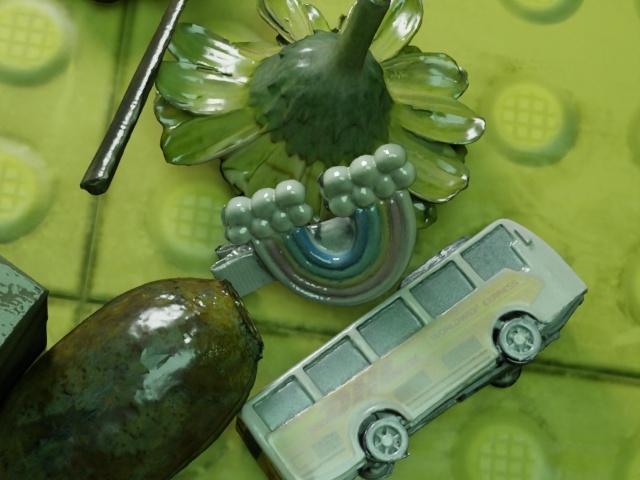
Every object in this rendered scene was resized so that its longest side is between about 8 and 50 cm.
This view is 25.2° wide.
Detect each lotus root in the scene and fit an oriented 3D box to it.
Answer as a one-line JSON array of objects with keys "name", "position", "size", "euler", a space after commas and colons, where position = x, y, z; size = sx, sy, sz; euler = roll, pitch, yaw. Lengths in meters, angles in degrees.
[{"name": "lotus root", "position": [-0.171, 0.139, 1.235], "size": [0.275, 0.152, 0.160], "euler": [-40, 72, -3]}]

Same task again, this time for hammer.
[{"name": "hammer", "position": [-0.155, -0.167, 1.315], "size": [0.027, 0.125, 0.297], "euler": [38, 55, -33]}]

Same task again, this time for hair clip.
[{"name": "hair clip", "position": [0.000, 0.000, 1.311], "size": [0.220, 0.054, 0.140], "euler": [-17, 112, 20]}]

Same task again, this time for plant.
[{"name": "plant", "position": [0.015, -0.111, 1.338], "size": [0.306, 0.297, 0.261], "euler": [-12, 103, -21]}]

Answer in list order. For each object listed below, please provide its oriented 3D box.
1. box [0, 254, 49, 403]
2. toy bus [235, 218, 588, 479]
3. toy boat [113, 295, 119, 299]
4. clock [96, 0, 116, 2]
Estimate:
[{"name": "box", "position": [-0.329, 0.085, 1.203], "size": [0.155, 0.231, 0.149], "euler": [35, 71, 1]}, {"name": "toy bus", "position": [0.087, 0.117, 1.339], "size": [0.342, 0.097, 0.138], "euler": [-36, 76, -16]}, {"name": "toy boat", "position": [-0.181, 0.110, 1.326], "size": [0.096, 0.034, 0.122], "euler": [40, 73, 9]}, {"name": "clock", "position": [-0.194, -0.405, 1.461], "size": [0.279, 0.049, 0.273], "euler": [-36, 82, -17]}]
